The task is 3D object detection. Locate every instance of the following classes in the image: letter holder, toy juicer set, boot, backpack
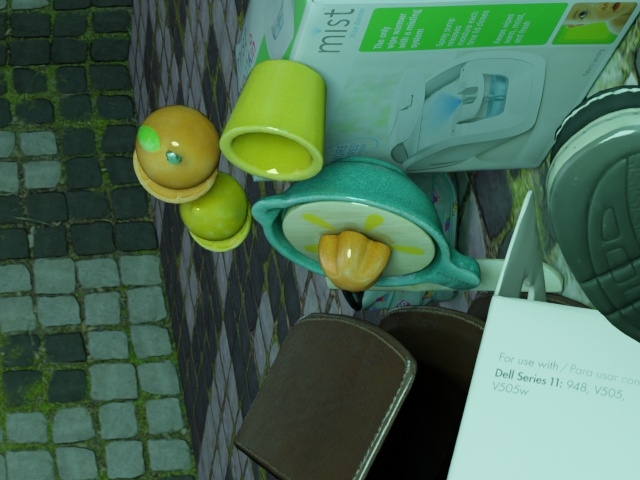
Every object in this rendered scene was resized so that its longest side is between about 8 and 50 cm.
[{"bbox_3d":[0.077,0.111,1.348,0.214,0.152,0.302,-65,16,-3],"label":"letter holder"},{"bbox_3d":[0.000,0.000,1.313,0.209,0.329,0.089,-12,56,40],"label":"toy juicer set"},{"bbox_3d":[0.157,-0.040,0.736,0.085,0.236,0.178,-33,47,29],"label":"boot"},{"bbox_3d":[0.064,-0.023,1.623,0.152,0.115,0.182,-95,5,-70],"label":"backpack"}]

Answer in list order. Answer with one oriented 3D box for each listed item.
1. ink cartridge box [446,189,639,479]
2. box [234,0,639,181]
[{"bbox_3d":[0.141,0.172,1.050,0.207,0.119,0.353,70,-147,-60],"label":"ink cartridge box"},{"bbox_3d":[0.072,-0.156,1.284,0.262,0.231,0.126,115,149,-64],"label":"box"}]
